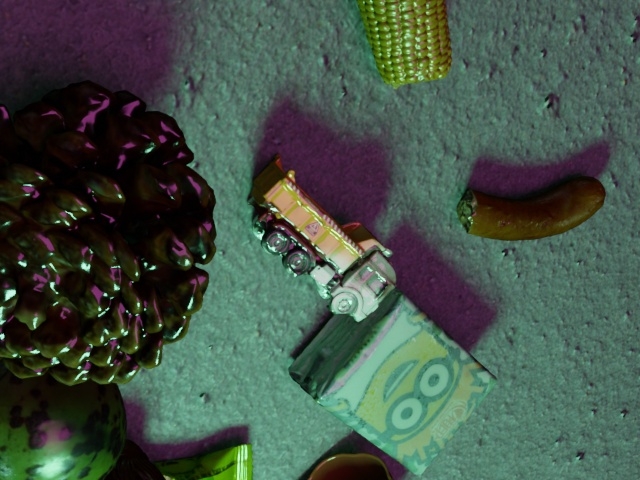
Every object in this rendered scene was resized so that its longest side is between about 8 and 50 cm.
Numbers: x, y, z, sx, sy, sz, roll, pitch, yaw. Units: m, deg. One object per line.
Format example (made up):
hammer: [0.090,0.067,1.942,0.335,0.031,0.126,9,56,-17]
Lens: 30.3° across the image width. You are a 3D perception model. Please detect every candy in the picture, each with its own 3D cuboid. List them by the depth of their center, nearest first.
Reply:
candy: [-0.220,0.404,1.926,0.246,0.069,0.149,-3,114,-27]

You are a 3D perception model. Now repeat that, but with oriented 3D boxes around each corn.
corn: [0.110,-0.394,1.724,0.144,0.144,0.387,-26,119,-17]

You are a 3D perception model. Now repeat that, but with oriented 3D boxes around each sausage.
sausage: [0.366,-0.051,2.051,0.302,0.076,0.103,-6,114,-27]

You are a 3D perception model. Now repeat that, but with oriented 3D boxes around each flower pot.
flower pot: [0.074,0.489,2.064,0.190,0.190,0.173,-42,135,-7]

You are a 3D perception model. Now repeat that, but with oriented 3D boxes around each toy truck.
toy truck: [0.000,0.000,1.830,0.135,0.114,0.270,-45,114,3]

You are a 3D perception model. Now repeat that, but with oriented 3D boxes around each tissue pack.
tissue pack: [0.129,0.232,2.012,0.228,0.128,0.311,-49,127,-2]

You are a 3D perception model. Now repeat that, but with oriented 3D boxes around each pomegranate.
pomegranate: [-0.427,0.268,1.661,0.306,0.242,0.242,-21,120,-9]

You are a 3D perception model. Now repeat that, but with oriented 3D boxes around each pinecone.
pinecone: [-0.311,-0.023,1.534,0.398,0.398,0.397,-11,116,-25]

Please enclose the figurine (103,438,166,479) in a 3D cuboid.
figurine: [-0.359,0.435,1.748,0.315,0.168,0.187,-29,150,-33]
